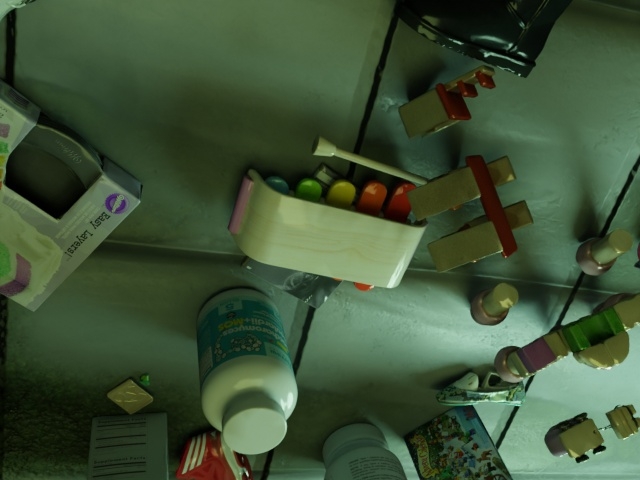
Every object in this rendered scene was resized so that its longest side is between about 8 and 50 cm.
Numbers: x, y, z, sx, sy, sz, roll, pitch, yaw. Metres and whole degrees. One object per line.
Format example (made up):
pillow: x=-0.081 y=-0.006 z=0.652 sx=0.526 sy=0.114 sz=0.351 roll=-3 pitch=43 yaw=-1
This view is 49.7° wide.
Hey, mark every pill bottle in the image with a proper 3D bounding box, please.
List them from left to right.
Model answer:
pill bottle: x=-0.117 y=0.203 z=1.084 sx=0.146 sy=0.264 sz=0.146 roll=-6 pitch=122 yaw=-10
pill bottle: x=0.095 y=0.493 z=1.298 sx=0.160 sy=0.283 sz=0.160 roll=-6 pitch=122 yaw=-9

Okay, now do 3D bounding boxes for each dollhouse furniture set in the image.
dollhouse furniture set: x=0.224 y=-0.100 z=0.986 sx=0.135 sy=0.262 sz=0.259 roll=-22 pitch=89 yaw=27

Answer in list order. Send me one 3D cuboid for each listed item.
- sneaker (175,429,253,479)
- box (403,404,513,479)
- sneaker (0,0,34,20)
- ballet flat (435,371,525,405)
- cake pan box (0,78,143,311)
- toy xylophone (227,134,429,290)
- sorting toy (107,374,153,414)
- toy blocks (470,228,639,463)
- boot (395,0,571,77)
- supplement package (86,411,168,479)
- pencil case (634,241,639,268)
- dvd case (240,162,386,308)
sneaker: x=-0.205 y=0.456 z=1.340 sx=0.128 sy=0.087 sz=0.221 roll=-9 pitch=111 yaw=3
box: x=0.270 y=0.439 z=1.335 sx=0.159 sy=0.233 sz=0.044 roll=-32 pitch=123 yaw=7
sneaker: x=-0.362 y=-0.331 z=0.806 sx=0.330 sy=0.122 sz=0.146 roll=-9 pitch=140 yaw=-9
ballet flat: x=0.317 y=0.290 z=1.366 sx=0.188 sy=0.070 sz=0.070 roll=3 pitch=120 yaw=-17
cake pan box: x=-0.424 y=-0.057 z=0.975 sx=0.267 sy=0.070 sz=0.246 roll=-42 pitch=123 yaw=13
toy xylophone: x=0.034 y=-0.036 z=1.059 sx=0.322 sy=0.081 sz=0.236 roll=20 pitch=114 yaw=-23
sorting toy: x=-0.327 y=0.269 z=1.227 sx=0.083 sy=0.012 sz=0.062 roll=-33 pitch=117 yaw=12
toy blocks: x=0.442 y=0.186 z=1.217 sx=0.288 sy=0.309 sz=0.260 roll=-24 pitch=166 yaw=-7
boot: x=0.243 y=-0.349 z=0.928 sx=0.246 sy=0.094 sz=0.207 roll=12 pitch=121 yaw=-27
supplement package: x=-0.328 y=0.433 z=1.188 sx=0.134 sy=0.244 sz=0.139 roll=-1 pitch=120 yaw=-13
pencil case: x=0.689 y=0.053 z=1.277 sx=0.236 sy=0.104 sz=0.104 roll=23 pitch=113 yaw=-25
dvd case: x=0.000 y=0.000 z=1.134 sx=0.164 sy=0.018 sz=0.221 roll=31 pitch=110 yaw=-27
